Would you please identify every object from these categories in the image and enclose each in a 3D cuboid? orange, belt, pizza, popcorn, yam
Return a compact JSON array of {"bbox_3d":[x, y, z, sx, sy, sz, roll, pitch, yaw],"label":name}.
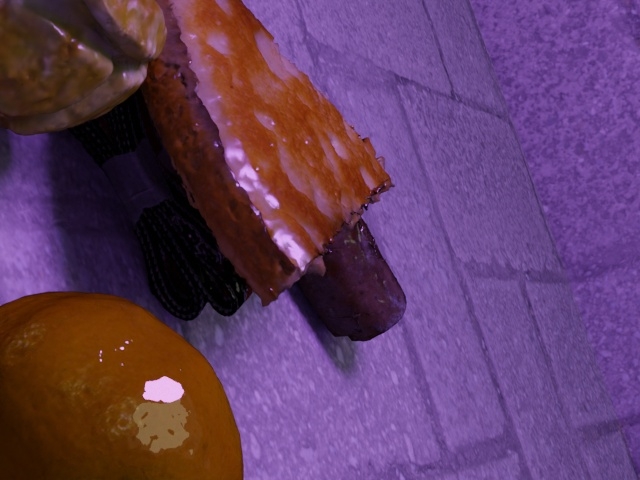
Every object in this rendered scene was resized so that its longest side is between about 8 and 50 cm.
[{"bbox_3d":[-0.199,0.177,1.212,0.235,0.279,0.279,-34,102,-38],"label":"orange"},{"bbox_3d":[-0.189,-0.076,1.660,0.359,0.126,0.094,58,29,-10],"label":"belt"},{"bbox_3d":[-0.048,-0.084,1.648,0.406,0.130,0.440,24,38,-54],"label":"pizza"},{"bbox_3d":[-0.283,-0.237,1.459,0.276,0.225,0.276,45,21,-23],"label":"popcorn"},{"bbox_3d":[0.000,-0.001,1.994,0.279,0.131,0.131,59,24,-21],"label":"yam"}]
